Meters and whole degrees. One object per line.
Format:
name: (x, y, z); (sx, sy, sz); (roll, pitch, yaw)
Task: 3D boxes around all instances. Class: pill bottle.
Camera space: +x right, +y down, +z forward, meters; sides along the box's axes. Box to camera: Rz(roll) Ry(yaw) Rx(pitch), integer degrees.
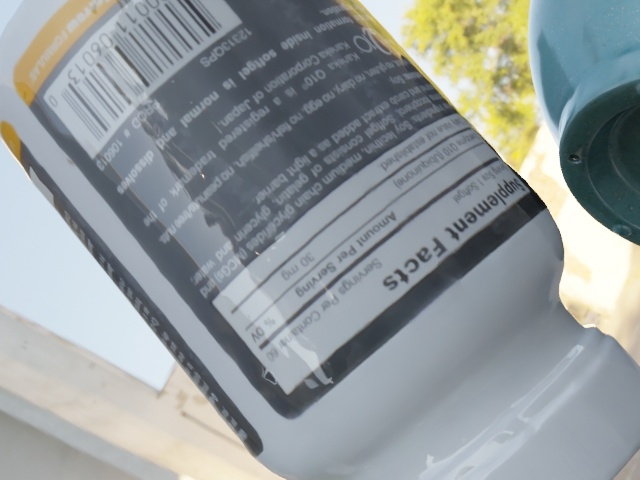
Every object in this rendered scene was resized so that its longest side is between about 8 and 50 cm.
pill bottle: (0.000, 0.000, 0.386); (0.162, 0.278, 0.162); (-40, -8, -6)

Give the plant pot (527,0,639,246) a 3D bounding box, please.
plant pot: (0.267, -0.110, 0.590); (0.293, 0.293, 0.196); (95, -162, -58)
